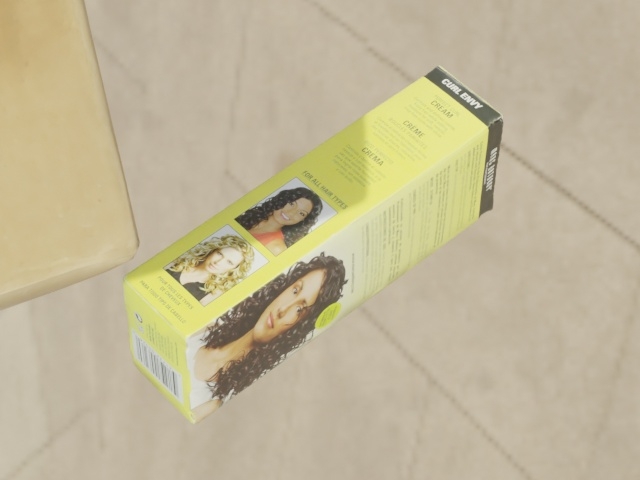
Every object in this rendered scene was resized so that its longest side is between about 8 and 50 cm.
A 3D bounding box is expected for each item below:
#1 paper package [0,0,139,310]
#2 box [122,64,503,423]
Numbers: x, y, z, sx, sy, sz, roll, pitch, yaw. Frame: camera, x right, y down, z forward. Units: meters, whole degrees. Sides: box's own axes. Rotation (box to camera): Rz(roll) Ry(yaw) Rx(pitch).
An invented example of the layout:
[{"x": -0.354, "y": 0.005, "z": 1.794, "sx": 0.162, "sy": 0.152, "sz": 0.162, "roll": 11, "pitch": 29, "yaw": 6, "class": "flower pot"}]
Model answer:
[{"x": -0.255, "y": -0.094, "z": 0.513, "sx": 0.168, "sy": 0.324, "sz": 0.310, "roll": 15, "pitch": 120, "yaw": 62, "class": "paper package"}, {"x": 0.000, "y": 0.000, "z": 0.992, "sx": 0.058, "sy": 0.232, "sz": 0.087, "roll": 41, "pitch": 153, "yaw": 27, "class": "box"}]
